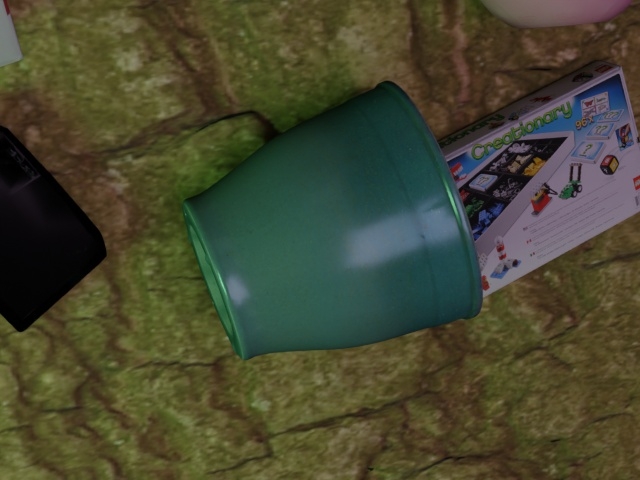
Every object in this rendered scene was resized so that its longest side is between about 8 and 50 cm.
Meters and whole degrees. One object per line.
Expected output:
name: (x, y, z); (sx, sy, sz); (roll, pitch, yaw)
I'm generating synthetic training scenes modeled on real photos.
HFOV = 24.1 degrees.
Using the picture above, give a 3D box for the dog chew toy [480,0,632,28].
dog chew toy: (0.252, -0.400, 1.624); (0.207, 0.206, 0.332); (-10, 102, -23)

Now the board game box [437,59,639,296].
board game box: (0.248, -0.066, 1.801); (0.305, 0.053, 0.193); (-27, 116, -16)

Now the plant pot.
plant pot: (0.000, 0.000, 1.592); (0.255, 0.271, 0.271); (-21, 114, -9)

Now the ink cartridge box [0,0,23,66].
ink cartridge box: (-0.339, -0.219, 1.424); (0.056, 0.135, 0.099); (-22, 114, -22)

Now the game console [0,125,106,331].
game console: (-0.409, 0.054, 1.527); (0.361, 0.044, 0.213); (-43, 119, -8)
